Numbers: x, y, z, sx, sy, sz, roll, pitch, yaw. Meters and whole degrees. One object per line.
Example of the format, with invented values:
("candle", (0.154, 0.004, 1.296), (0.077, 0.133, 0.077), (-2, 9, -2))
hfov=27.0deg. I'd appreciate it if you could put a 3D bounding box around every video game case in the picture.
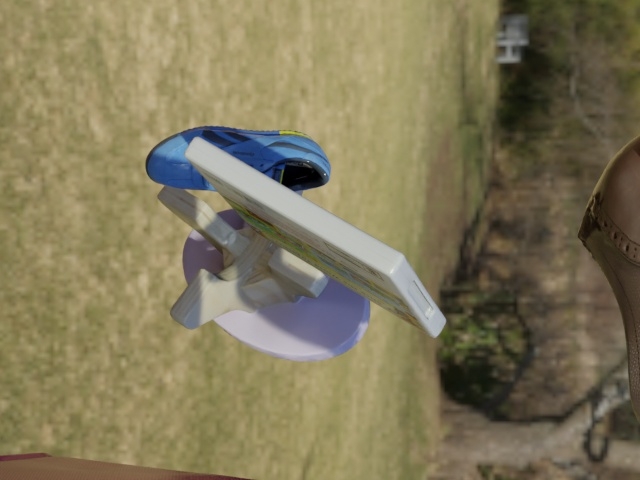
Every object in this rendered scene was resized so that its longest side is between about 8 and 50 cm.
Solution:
("video game case", (0.000, 0.000, 1.216), (0.026, 0.227, 0.206), (-57, 157, -8))

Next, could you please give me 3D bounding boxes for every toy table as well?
("toy table", (-0.075, 0.025, 1.655), (0.252, 0.274, 0.161), (-65, 156, -17))

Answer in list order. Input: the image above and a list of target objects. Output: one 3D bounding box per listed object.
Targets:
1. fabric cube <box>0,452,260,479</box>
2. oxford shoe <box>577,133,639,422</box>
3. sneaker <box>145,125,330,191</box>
("fabric cube", (-0.137, 0.236, 0.572), (0.254, 0.258, 0.259), (2, 87, -50))
("oxford shoe", (0.243, 0.089, 0.658), (0.133, 0.130, 0.364), (-53, -137, 38))
("sneaker", (-0.090, -0.083, 1.502), (0.082, 0.209, 0.069), (-118, -150, -57))
